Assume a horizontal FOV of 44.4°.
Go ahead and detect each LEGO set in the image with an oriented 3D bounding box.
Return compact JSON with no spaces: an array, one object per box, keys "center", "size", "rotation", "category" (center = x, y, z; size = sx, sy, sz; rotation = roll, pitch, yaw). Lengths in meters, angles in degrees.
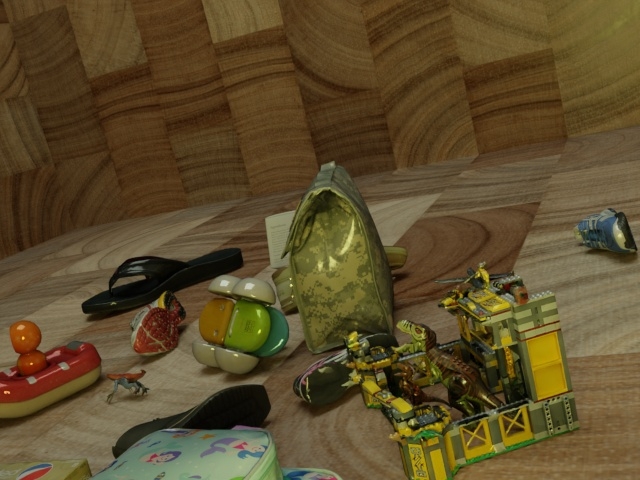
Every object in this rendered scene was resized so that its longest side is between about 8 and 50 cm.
[{"center":[0.152,0.123,0.952],"size":[0.255,0.192,0.331],"rotation":[-14,12,1],"category":"LEGO set"}]

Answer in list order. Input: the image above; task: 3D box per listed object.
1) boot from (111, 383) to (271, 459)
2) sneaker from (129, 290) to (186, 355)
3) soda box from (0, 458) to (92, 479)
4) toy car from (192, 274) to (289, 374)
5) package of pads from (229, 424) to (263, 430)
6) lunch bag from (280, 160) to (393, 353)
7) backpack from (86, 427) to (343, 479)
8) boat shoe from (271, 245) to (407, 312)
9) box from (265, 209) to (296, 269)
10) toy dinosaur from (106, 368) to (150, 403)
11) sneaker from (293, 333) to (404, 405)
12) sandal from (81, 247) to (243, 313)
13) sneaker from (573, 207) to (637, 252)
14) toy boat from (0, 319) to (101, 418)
[{"center":[-0.180,0.247,1.067],"size":[0.198,0.076,0.137],"rotation":[-21,9,-36],"category":"boot"},{"center":[-0.336,0.181,1.570],"size":[0.093,0.088,0.225],"rotation":[-33,9,9],"category":"sneaker"},{"center":[-0.375,0.318,0.984],"size":[0.181,0.058,0.061],"rotation":[-9,13,21],"category":"soda box"},{"center":[-0.125,0.150,1.344],"size":[0.136,0.159,0.182],"rotation":[23,-13,-36],"category":"toy car"},{"center":[-0.110,0.265,0.988],"size":[0.050,0.032,0.083],"rotation":[-6,14,38],"category":"package of pads"},{"center":[0.027,0.017,1.368],"size":[0.169,0.287,0.235],"rotation":[-12,13,8],"category":"lunch bag"},{"center":[-0.090,0.264,0.631],"size":[0.254,0.191,0.225],"rotation":[-1,16,30],"category":"backpack"},{"center":[0.047,0.076,1.605],"size":[0.285,0.089,0.104],"rotation":[-13,-15,-7],"category":"boat shoe"},{"center":[0.000,0.000,1.735],"size":[0.182,0.119,0.181],"rotation":[-12,-12,21],"category":"box"},{"center":[-0.325,0.232,1.317],"size":[0.082,0.090,0.047],"rotation":[29,16,26],"category":"toy dinosaur"},{"center":[0.036,0.181,1.132],"size":[0.178,0.072,0.077],"rotation":[-14,0,-28],"category":"sneaker"},{"center":[-0.416,0.078,2.033],"size":[0.446,0.107,0.168],"rotation":[-21,14,-31],"category":"sandal"},{"center":[0.528,-0.009,1.456],"size":[0.081,0.080,0.211],"rotation":[-18,1,9],"category":"sneaker"},{"center":[-0.517,0.216,1.396],"size":[0.231,0.151,0.151],"rotation":[-24,15,-41],"category":"toy boat"}]
